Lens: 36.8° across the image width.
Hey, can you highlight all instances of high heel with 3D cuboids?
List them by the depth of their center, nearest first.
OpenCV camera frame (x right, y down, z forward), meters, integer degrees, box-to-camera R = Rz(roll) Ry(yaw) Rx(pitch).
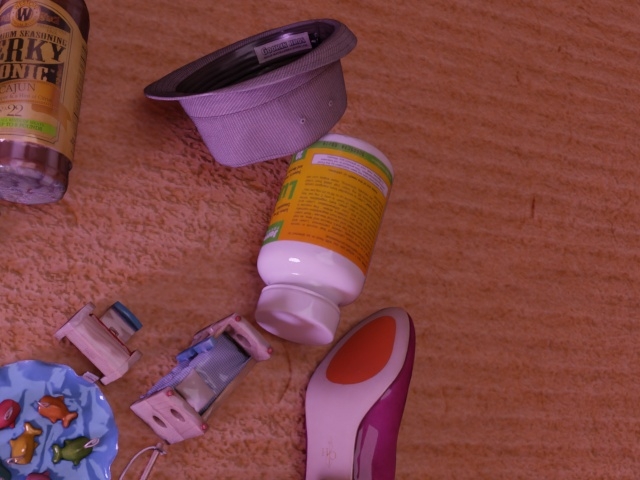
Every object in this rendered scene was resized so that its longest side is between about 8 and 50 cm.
[{"bbox_3d":[0.053,0.267,1.197,0.181,0.127,0.377,58,48,-36],"label":"high heel"}]

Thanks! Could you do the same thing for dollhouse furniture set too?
[{"bbox_3d":[-0.175,0.115,1.080,0.183,0.129,0.129,46,59,-8],"label":"dollhouse furniture set"}]

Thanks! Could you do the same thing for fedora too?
[{"bbox_3d":[-0.070,-0.175,1.201,0.275,0.244,0.124,-37,120,-36],"label":"fedora"}]

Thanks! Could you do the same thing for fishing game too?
[{"bbox_3d":[-0.302,0.219,1.032,0.264,0.041,0.189,33,64,-16],"label":"fishing game"}]

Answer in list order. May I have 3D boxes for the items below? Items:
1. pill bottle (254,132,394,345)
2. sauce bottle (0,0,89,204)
[{"bbox_3d":[0.000,0.000,1.208,0.136,0.136,0.245,27,63,-19],"label":"pill bottle"},{"bbox_3d":[-0.328,-0.218,1.116,0.111,0.111,0.344,10,69,-26],"label":"sauce bottle"}]
